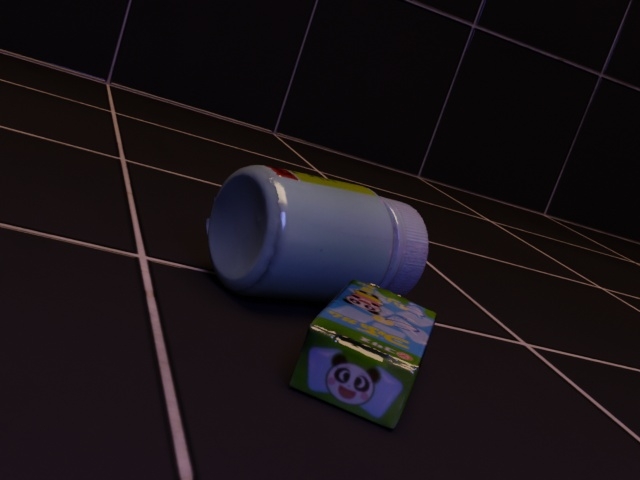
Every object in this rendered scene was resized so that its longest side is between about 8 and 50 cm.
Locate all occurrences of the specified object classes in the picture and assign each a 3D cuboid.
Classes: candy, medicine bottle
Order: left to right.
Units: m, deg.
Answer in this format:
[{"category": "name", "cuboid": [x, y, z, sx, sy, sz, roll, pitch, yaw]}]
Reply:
[{"category": "medicine bottle", "cuboid": [0.000, 0.000, 0.885, 0.225, 0.139, 0.139, 9, 16, -38]}, {"category": "candy", "cuboid": [0.046, 0.095, 0.724, 0.097, 0.062, 0.194, 22, 12, 9]}]
